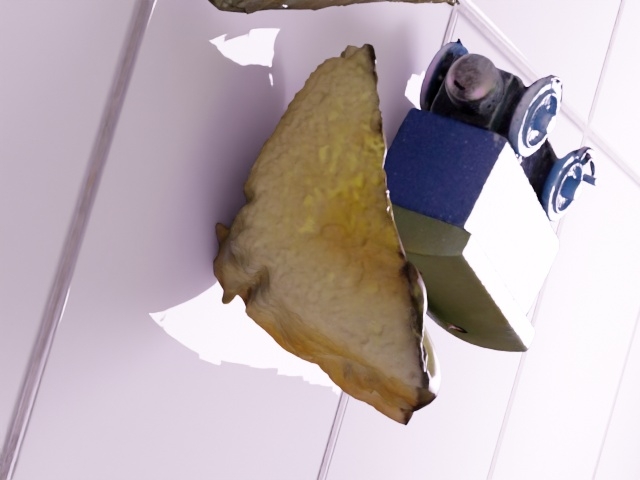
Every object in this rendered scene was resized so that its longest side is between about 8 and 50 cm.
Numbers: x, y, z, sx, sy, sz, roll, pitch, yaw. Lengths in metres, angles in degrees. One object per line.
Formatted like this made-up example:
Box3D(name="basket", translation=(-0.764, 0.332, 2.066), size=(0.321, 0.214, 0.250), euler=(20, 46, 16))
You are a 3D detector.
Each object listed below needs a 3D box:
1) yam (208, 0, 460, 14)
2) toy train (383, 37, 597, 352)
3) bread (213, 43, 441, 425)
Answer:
Box3D(name="yam", translation=(0.024, -0.200, 1.204), size=(0.371, 0.083, 0.083), euler=(-15, 117, -62))
Box3D(name="toy train", translation=(0.134, -0.036, 1.500), size=(0.202, 0.131, 0.300), euler=(-63, 154, -10))
Box3D(name="bread", translation=(-0.006, 0.007, 1.184), size=(0.174, 0.133, 0.252), euler=(125, -45, -76))
